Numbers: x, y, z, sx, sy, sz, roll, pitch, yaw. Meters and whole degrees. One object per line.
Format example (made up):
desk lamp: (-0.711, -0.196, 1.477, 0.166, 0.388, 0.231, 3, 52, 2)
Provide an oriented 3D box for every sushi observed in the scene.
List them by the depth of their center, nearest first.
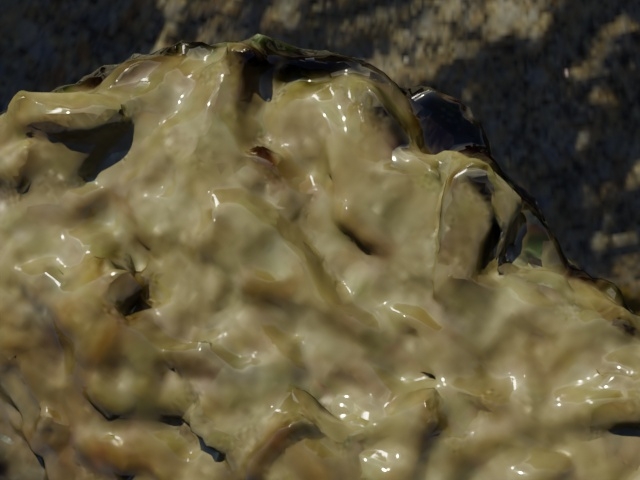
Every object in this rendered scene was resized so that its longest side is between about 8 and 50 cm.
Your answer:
sushi: (0.019, 0.073, 0.607, 0.350, 0.171, 0.211, 43, 80, 2)
